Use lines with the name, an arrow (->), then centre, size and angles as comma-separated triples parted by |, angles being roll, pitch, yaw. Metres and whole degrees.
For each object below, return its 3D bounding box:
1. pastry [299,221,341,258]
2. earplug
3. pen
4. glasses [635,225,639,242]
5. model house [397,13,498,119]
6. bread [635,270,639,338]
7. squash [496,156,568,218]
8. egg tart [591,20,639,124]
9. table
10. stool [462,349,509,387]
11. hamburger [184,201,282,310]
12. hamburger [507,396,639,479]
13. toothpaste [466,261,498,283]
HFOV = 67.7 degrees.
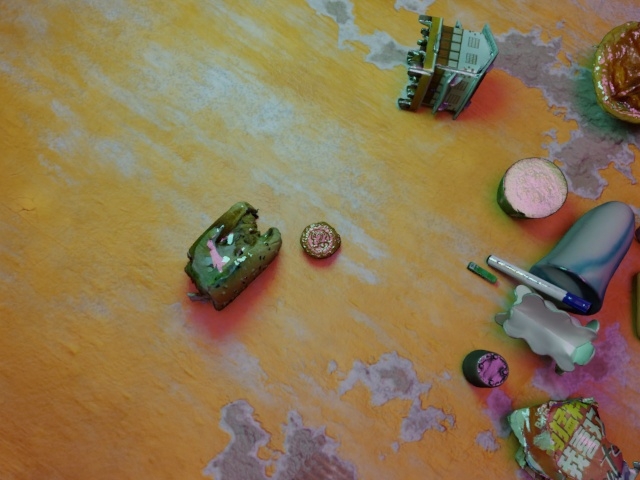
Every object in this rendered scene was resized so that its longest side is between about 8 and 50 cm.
pastry -> 0.000, 0.000, 1.251 | 0.109, 0.057, 0.097 | -6, 83, -4
earplug -> 0.717, 0.018, 1.247 | 0.185, 0.185, 0.324 | 43, 73, 6
pen -> 0.551, 0.107, 1.218 | 0.269, 0.033, 0.033 | 32, 74, 33
glasses -> 1.026, -0.046, 1.311 | 0.234, 0.118, 0.268 | 37, 76, 8
model house -> 0.341, -0.466, 1.307 | 0.215, 0.224, 0.198 | 14, 74, 3
bread -> 0.917, 0.175, 1.261 | 0.147, 0.098, 0.217 | 4, 75, 0
squash -> 0.557, -0.129, 1.289 | 0.170, 0.123, 0.170 | 1, 78, -4
egg tart -> 0.930, -0.471, 1.384 | 0.339, 0.153, 0.351 | 31, 77, 4
table -> 0.557, 0.215, 1.189 | 0.198, 0.166, 0.166 | 32, 76, 4
stool -> 0.409, 0.318, 1.178 | 0.096, 0.110, 0.096 | 0, 77, 0
hamburger -> -0.218, 0.036, 1.165 | 0.167, 0.192, 0.288 | 45, 78, -4
hamburger -> 0.593, 0.518, 1.143 | 0.261, 0.150, 0.276 | -12, 62, -25
toothpaste -> 0.434, 0.088, 1.282 | 0.083, 0.017, 0.020 | 32, 74, 3
